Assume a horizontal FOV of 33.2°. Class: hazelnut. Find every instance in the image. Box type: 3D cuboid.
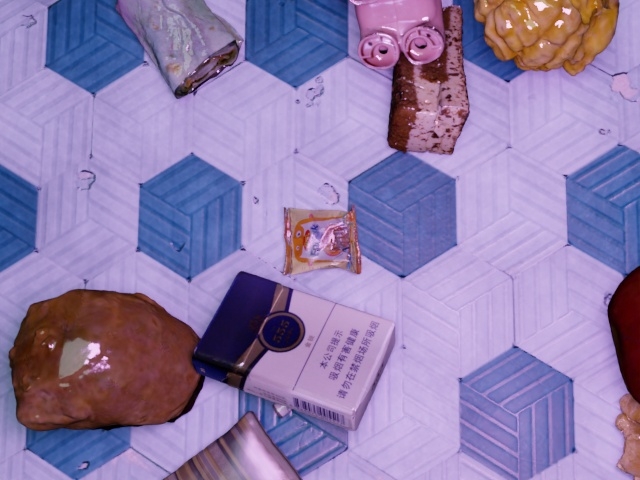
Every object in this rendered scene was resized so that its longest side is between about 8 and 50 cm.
[{"bbox_3d":[0.508,0.125,1.478,0.229,0.229,0.229,-1,80,6],"label":"hazelnut"}]

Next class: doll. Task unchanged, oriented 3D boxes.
[{"bbox_3d":[0.118,-0.407,1.615,0.284,0.268,0.216,-4,120,15],"label":"doll"}]

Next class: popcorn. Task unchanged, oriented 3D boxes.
[{"bbox_3d":[0.330,-0.352,1.576,0.190,0.250,0.250,-13,76,40],"label":"popcorn"}]

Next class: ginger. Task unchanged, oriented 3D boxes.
[{"bbox_3d":[0.500,0.306,1.513,0.205,0.081,0.115,29,53,18],"label":"ginger"},{"bbox_3d":[-0.316,0.172,1.561,0.269,0.223,0.200,-6,76,8],"label":"ginger"}]

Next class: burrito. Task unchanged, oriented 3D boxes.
[{"bbox_3d":[-0.238,-0.352,1.710,0.144,0.089,0.229,-38,80,-4],"label":"burrito"}]

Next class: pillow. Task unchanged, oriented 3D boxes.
[{"bbox_3d":[-0.120,0.394,1.580,0.212,0.052,0.208,-39,81,1],"label":"pillow"}]

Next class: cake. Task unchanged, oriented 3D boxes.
[{"bbox_3d":[0.162,-0.244,1.669,0.112,0.135,0.246,4,50,-2],"label":"cake"}]

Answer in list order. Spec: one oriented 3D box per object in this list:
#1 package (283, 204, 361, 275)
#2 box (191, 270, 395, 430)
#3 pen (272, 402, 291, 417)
[{"bbox_3d":[0.002,0.000,1.647,0.121,0.031,0.108,-2,80,6],"label":"package"},{"bbox_3d":[-0.037,0.157,1.564,0.259,0.071,0.168,18,57,14],"label":"box"},{"bbox_3d":[0.014,0.195,1.615,0.204,0.025,0.025,-38,78,-2],"label":"pen"}]
